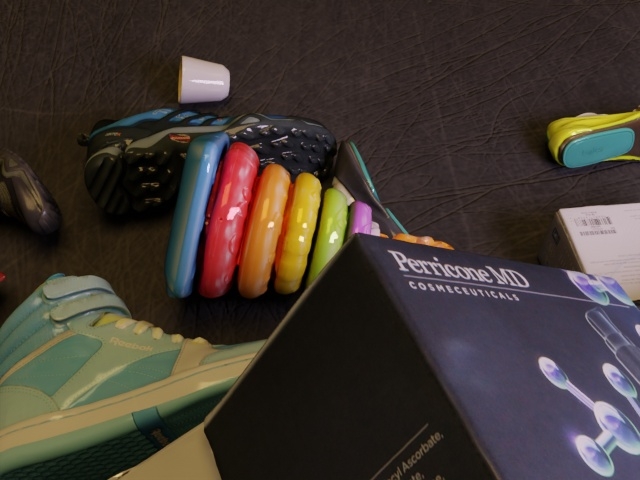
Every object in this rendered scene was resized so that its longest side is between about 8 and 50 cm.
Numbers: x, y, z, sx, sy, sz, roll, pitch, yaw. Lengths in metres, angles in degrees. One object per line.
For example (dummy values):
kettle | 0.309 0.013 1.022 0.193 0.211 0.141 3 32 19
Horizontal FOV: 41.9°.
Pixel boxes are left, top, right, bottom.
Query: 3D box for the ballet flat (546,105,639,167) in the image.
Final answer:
ballet flat | 0.403 -0.143 1.091 0.231 0.077 0.077 -6 36 -7

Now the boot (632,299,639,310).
boot | 0.399 0.170 0.687 0.260 0.131 0.348 -14 51 -27

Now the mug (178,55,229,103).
mug | -0.154 -0.216 1.109 0.064 0.062 0.078 2 58 -13

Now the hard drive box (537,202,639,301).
hard drive box | 0.363 0.074 0.900 0.181 0.089 0.232 -4 52 -8

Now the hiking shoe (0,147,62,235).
hiking shoe | -0.391 -0.055 0.959 0.227 0.086 0.114 35 70 28

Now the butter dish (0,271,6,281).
butter dish | -0.429 0.065 0.835 0.160 0.118 0.160 18 11 12

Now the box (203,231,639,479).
box | 0.150 0.218 0.523 0.293 0.212 0.395 9 40 -40

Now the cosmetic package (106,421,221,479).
cosmetic package | -0.054 0.338 0.582 0.197 0.155 0.365 -31 58 -1

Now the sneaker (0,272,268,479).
sneaker | -0.169 0.100 0.803 0.319 0.127 0.208 -15 54 -9

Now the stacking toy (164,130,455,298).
stacking toy | 0.000 0.000 0.872 0.302 0.166 0.175 12 11 -5

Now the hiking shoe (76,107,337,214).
hiking shoe | -0.132 -0.121 1.002 0.304 0.113 0.132 -6 41 -18

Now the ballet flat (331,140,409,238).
ballet flat | 0.050 -0.029 0.972 0.074 0.074 0.203 -20 62 -19
